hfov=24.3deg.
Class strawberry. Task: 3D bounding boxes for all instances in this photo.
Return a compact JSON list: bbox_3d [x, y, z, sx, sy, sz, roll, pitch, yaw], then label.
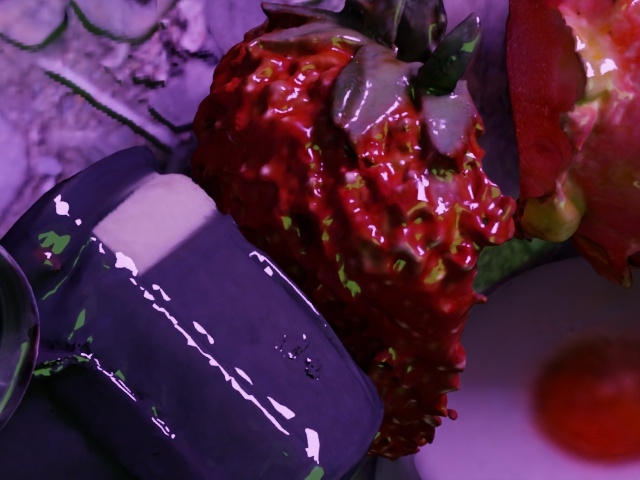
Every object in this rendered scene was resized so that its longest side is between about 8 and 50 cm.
[{"bbox_3d":[0.000,0.000,0.706,0.106,0.188,0.286,-10,126,-19],"label":"strawberry"}]

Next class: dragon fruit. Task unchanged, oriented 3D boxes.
[{"bbox_3d":[0.222,-0.085,0.808,0.307,0.243,0.227,-15,118,-66],"label":"dragon fruit"}]

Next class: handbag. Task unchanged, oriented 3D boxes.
[{"bbox_3d":[-0.114,0.088,0.631,0.254,0.181,0.181,-43,93,16],"label":"handbag"}]

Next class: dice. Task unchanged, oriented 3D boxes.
[{"bbox_3d":[0.191,0.179,0.881,0.243,0.259,0.251,-32,128,-18],"label":"dice"}]

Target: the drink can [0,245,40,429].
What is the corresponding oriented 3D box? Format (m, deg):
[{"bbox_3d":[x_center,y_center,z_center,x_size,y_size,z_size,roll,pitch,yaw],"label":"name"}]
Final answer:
[{"bbox_3d":[-0.188,-0.007,0.520,0.097,0.235,0.097,-16,121,-29],"label":"drink can"}]
